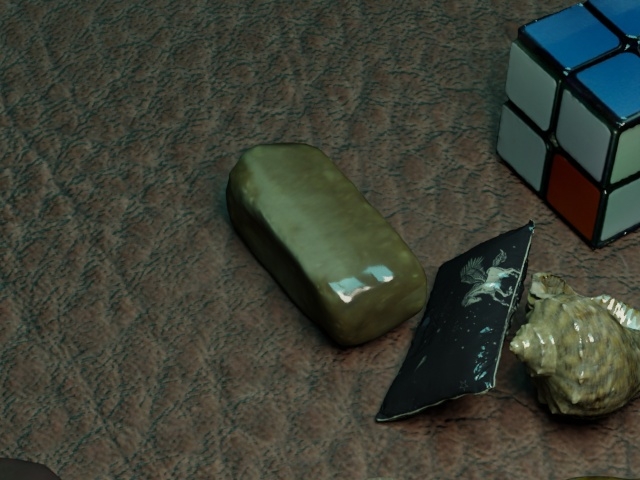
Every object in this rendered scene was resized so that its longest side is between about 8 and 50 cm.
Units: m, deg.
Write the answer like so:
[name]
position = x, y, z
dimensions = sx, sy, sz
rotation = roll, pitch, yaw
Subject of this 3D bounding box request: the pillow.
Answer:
[pillow]
position = 0.132, 0.076, 1.841
dimensions = 0.055, 0.141, 0.208
rotation = 44, 47, -23

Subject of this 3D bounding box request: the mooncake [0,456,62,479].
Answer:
[mooncake]
position = -0.274, 0.336, 1.477
dimensions = 0.381, 0.212, 0.350
rotation = -15, 58, 6

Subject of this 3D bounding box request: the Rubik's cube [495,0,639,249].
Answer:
[Rubik's cube]
position = 0.299, -0.130, 1.988
dimensions = 0.183, 0.180, 0.167
rotation = -24, 53, -25

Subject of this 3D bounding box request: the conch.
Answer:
[conch]
position = 0.253, 0.089, 1.822
dimensions = 0.207, 0.130, 0.155
rotation = 0, 60, -30

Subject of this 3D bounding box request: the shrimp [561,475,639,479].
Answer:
[shrimp]
position = 0.257, 0.237, 1.687
dimensions = 0.254, 0.059, 0.145
rotation = 1, 6, 5

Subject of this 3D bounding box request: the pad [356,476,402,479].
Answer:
[pad]
position = 0.014, 0.267, 1.648
dimensions = 0.176, 0.002, 0.266
rotation = -8, 22, -8

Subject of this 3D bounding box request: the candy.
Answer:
[candy]
position = 0.000, 0.000, 1.906
dimensions = 0.104, 0.102, 0.234
rotation = -23, 54, -22
